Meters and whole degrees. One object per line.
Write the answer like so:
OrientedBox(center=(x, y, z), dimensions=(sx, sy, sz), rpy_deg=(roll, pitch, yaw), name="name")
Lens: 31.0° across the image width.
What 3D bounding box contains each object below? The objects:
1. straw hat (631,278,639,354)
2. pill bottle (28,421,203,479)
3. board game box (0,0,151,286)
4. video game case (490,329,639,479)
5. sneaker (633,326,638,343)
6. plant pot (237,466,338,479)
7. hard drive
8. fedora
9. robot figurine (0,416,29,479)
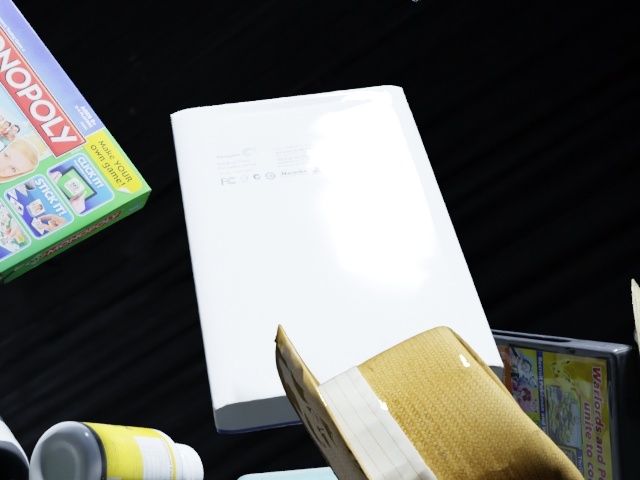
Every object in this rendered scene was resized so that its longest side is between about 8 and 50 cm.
OrientedBox(center=(0.313, 0.097, 1.005), dimensions=(0.144, 0.061, 0.144), rpy_deg=(-9, 90, -72), name="straw hat")
OrientedBox(center=(-0.215, 0.253, 1.252), dimensions=(0.184, 0.103, 0.103), rpy_deg=(19, 40, -52), name="pill bottle")
OrientedBox(center=(-0.348, -0.118, 1.153), dimensions=(0.317, 0.213, 0.046), rpy_deg=(52, -30, 8), name="board game box")
OrientedBox(center=(0.199, 0.224, 1.081), dimensions=(0.035, 0.248, 0.274), rpy_deg=(-7, 95, -33), name="video game case")
OrientedBox(center=(0.430, 0.049, 1.101), dimensions=(0.110, 0.283, 0.122), rpy_deg=(-19, 61, -39), name="sneaker")
OrientedBox(center=(0.003, 0.408, 1.507), dimensions=(0.252, 0.248, 0.247), rpy_deg=(63, 22, -69), name="plant pot")
OrientedBox(center=(0.000, 0.000, 0.932), dimensions=(0.040, 0.210, 0.318), rpy_deg=(90, -11, -47), name="hard drive")
OrientedBox(center=(0.058, 0.098, 0.487), dimensions=(0.194, 0.079, 0.194), rpy_deg=(54, -1, 1), name="fedora")
OrientedBox(center=(-0.491, 0.287, 1.513), dimensions=(0.278, 0.174, 0.209), rpy_deg=(39, -43, 43), name="robot figurine")
